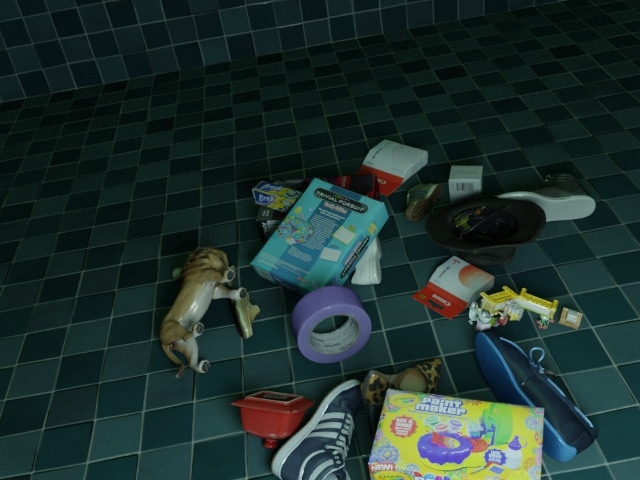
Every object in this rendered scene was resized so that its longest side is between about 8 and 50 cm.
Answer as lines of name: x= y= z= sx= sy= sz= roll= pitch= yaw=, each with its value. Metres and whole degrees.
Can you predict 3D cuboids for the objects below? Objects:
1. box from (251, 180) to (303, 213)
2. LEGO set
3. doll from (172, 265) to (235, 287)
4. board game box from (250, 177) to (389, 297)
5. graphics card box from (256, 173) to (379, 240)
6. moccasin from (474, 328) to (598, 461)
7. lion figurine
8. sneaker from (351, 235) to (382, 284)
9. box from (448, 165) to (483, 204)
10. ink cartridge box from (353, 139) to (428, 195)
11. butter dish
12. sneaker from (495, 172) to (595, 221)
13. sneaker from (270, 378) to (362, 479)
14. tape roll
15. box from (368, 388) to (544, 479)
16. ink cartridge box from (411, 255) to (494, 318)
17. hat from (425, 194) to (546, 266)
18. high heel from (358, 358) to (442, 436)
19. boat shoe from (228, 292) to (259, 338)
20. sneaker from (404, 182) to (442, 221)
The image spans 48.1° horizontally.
box: x=-0.130 y=-0.132 z=2.224 sx=0.169 sy=0.059 sz=0.054 roll=18 pitch=46 yaw=32
LEGO set: x=0.490 y=0.194 z=1.775 sx=0.287 sy=0.107 sz=0.132 roll=3 pitch=30 yaw=-15
doll: x=-0.348 y=0.102 z=2.126 sx=0.189 sy=0.046 sz=0.129 roll=0 pitch=47 yaw=12
board game box: x=0.000 y=0.000 z=2.062 sx=0.253 sy=0.079 sz=0.336 roll=23 pitch=66 yaw=32
graphics card box: x=-0.004 y=-0.107 z=2.287 sx=0.370 sy=0.094 sz=0.233 roll=-3 pitch=38 yaw=11
moccasin: x=0.469 y=0.332 z=1.589 sx=0.116 sy=0.138 sz=0.342 roll=-18 pitch=51 yaw=-18
lion figurine: x=-0.344 y=0.180 z=1.927 sx=0.240 sy=0.142 sz=0.392 roll=6 pitch=53 yaw=40
sneaker: x=0.126 y=0.046 z=2.076 sx=0.094 sy=0.080 sz=0.212 roll=-12 pitch=36 yaw=17
box: x=0.459 y=-0.173 z=2.259 sx=0.101 sy=0.102 sz=0.087 roll=2 pitch=40 yaw=16
ink cartridge box: x=0.229 y=-0.256 z=2.464 sx=0.189 sy=0.066 sz=0.232 roll=23 pitch=43 yaw=36
butter dish: x=-0.108 y=0.409 z=1.617 sx=0.160 sy=0.118 sz=0.160 roll=3 pitch=-2 yaw=19
sneaker: x=0.660 y=-0.132 z=2.164 sx=0.295 sy=0.105 sz=0.147 roll=-1 pitch=35 yaw=2
sneaker: x=0.040 y=0.433 z=1.552 sx=0.153 sy=0.099 sz=0.282 roll=21 pitch=53 yaw=41
tape roll: x=0.026 y=0.209 z=1.780 sx=0.189 sy=0.189 sz=0.080 roll=-15 pitch=36 yaw=-7
box: x=0.258 y=0.447 z=1.337 sx=0.290 sy=0.279 sz=0.177 roll=3 pitch=38 yaw=18
ink cartridge box: x=0.356 y=0.123 z=1.940 sx=0.179 sy=0.045 sz=0.145 roll=-30 pitch=41 yaw=-29
hat: x=0.464 y=-0.004 z=2.013 sx=0.331 sy=0.134 sz=0.331 roll=-10 pitch=27 yaw=5
high heel: x=0.192 y=0.304 z=1.617 sx=0.093 sy=0.186 sz=0.261 roll=26 pitch=50 yaw=38
boat shoe: x=-0.201 y=0.195 z=1.960 sx=0.072 sy=0.068 sz=0.190 roll=-7 pitch=35 yaw=-15
sneaker: x=0.303 y=-0.124 z=2.269 sx=0.086 sy=0.064 sz=0.192 roll=13 pitch=42 yaw=39
